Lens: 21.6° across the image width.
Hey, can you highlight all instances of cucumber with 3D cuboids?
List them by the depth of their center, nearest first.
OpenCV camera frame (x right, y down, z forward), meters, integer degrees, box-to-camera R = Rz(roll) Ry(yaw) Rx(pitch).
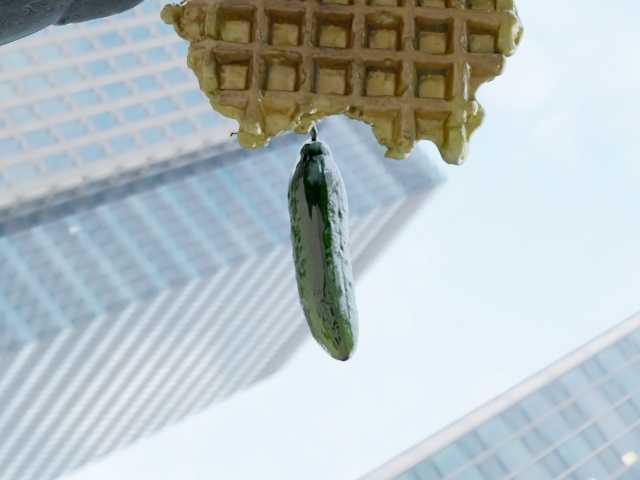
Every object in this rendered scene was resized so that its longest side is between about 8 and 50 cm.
[{"bbox_3d":[0.000,0.000,1.499,0.056,0.056,0.250,-34,-131,40],"label":"cucumber"}]

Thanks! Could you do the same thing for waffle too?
[{"bbox_3d":[0.021,-0.188,1.483,0.301,0.281,0.058,25,-21,12],"label":"waffle"}]

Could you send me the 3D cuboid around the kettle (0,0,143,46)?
[{"bbox_3d":[-0.167,-0.187,0.550,0.161,0.221,0.236,-35,-123,44],"label":"kettle"}]
